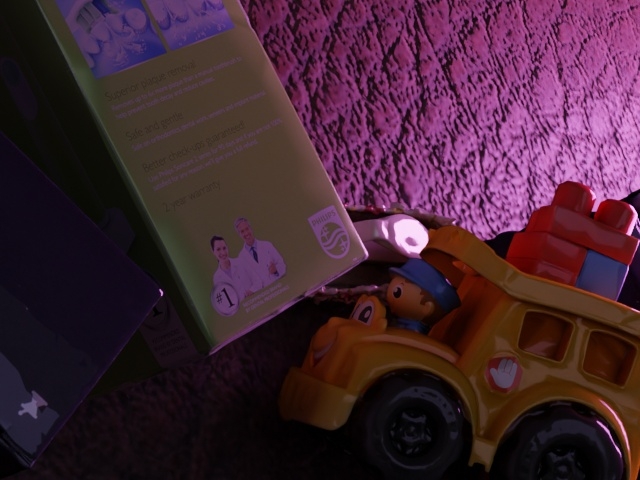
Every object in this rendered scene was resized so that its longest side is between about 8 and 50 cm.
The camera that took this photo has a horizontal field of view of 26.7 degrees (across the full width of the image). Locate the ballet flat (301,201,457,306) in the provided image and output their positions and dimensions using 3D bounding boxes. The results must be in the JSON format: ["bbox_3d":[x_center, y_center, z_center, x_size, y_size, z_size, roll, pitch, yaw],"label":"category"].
[{"bbox_3d":[0.000,0.000,0.888,0.241,0.077,0.091,-1,76,-39],"label":"ballet flat"}]

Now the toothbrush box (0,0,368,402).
[{"bbox_3d":[-0.135,-0.067,0.716,0.122,0.206,0.283,-31,94,-41],"label":"toothbrush box"}]

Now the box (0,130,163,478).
[{"bbox_3d":[-0.198,0.034,0.625,0.153,0.207,0.108,47,51,-16],"label":"box"}]

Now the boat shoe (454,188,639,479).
[{"bbox_3d":[0.244,0.124,0.972,0.340,0.158,0.127,55,33,-10],"label":"boat shoe"}]

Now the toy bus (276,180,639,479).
[{"bbox_3d":[0.106,0.059,0.841,0.220,0.149,0.211,18,88,-11],"label":"toy bus"}]
